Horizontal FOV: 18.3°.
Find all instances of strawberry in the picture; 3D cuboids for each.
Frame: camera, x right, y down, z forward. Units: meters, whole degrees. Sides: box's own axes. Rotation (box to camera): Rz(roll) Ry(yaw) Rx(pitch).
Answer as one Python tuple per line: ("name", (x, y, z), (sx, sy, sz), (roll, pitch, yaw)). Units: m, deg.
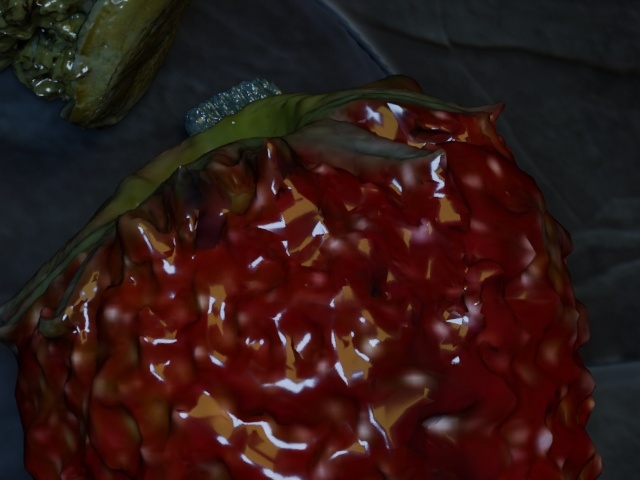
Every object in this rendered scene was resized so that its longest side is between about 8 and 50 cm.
("strawberry", (0.022, 0.101, 0.900), (0.292, 0.292, 0.343), (-35, 103, -38))

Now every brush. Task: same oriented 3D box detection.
("brush", (0.000, 0.000, 1.073), (0.070, 0.021, 0.196), (-30, 82, -35))

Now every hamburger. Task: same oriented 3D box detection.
("hamburger", (-0.127, -0.146, 1.009), (0.131, 0.159, 0.185), (31, 9, 2))
